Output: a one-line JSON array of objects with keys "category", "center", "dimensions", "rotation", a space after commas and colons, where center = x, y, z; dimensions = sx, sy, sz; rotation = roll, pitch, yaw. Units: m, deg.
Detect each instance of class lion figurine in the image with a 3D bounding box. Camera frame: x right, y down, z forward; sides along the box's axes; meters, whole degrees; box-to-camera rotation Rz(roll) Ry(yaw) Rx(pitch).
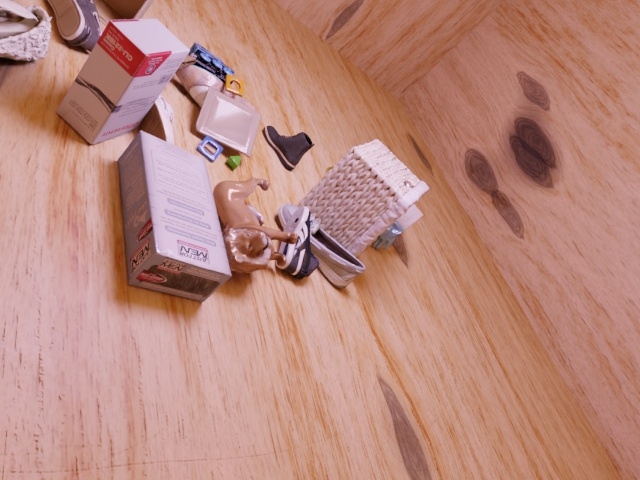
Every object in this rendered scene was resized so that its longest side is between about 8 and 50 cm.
[{"category": "lion figurine", "center": [-0.207, -0.054, 1.429], "dimensions": [0.240, 0.142, 0.392], "rotation": [10, 31, -41]}]

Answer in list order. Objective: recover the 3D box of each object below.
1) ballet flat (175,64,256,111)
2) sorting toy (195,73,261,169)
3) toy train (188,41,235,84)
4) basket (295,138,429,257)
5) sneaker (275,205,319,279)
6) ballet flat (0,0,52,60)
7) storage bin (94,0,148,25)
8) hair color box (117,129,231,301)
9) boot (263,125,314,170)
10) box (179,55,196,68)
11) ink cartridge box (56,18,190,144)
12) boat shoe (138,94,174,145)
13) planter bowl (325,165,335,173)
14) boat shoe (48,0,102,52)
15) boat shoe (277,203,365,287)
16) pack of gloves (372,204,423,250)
[{"category": "ballet flat", "center": [-0.338, -0.460, 1.780], "dimensions": [0.316, 0.108, 0.106], "rotation": [24, 57, -38]}, {"category": "sorting toy", "center": [-0.290, -0.368, 1.707], "dimensions": [0.196, 0.047, 0.347], "rotation": [27, 56, -26]}, {"category": "toy train", "center": [-0.391, -0.624, 1.938], "dimensions": [0.184, 0.080, 0.105], "rotation": [23, 30, -41]}, {"category": "basket", "center": [0.144, -0.137, 1.826], "dimensions": [0.266, 0.331, 0.328], "rotation": [49, 26, 4]}, {"category": "sneaker", "center": [-0.050, 0.016, 1.570], "dimensions": [0.121, 0.079, 0.216], "rotation": [38, 53, -29]}, {"category": "ballet flat", "center": [-0.727, -0.449, 1.124], "dimensions": [0.147, 0.147, 0.409], "rotation": [47, 27, -4]}, {"category": "storage bin", "center": [-0.614, -0.809, 1.629], "dimensions": [0.260, 0.262, 0.123], "rotation": [39, 27, -19]}, {"category": "hair color box", "center": [-0.336, -0.059, 1.224], "dimensions": [0.185, 0.113, 0.374], "rotation": [22, 36, -42]}, {"category": "boot", "center": [-0.110, -0.369, 1.959], "dimensions": [0.198, 0.137, 0.077], "rotation": [56, 27, 14]}, {"category": "box", "center": [-0.504, -0.566, 1.645], "dimensions": [0.201, 0.021, 0.164], "rotation": [20, 28, 3]}, {"category": "ink cartridge box", "center": [-0.462, -0.374, 1.276], "dimensions": [0.114, 0.273, 0.197], "rotation": [43, 26, -4]}, {"category": "boat shoe", "center": [-0.436, -0.336, 1.456], "dimensions": [0.096, 0.098, 0.277], "rotation": [10, 44, -51]}, {"category": "planter bowl", "center": [0.130, -0.244, 2.215], "dimensions": [0.217, 0.090, 0.217], "rotation": [37, 28, -24]}, {"category": "boat shoe", "center": [-0.686, -0.658, 1.510], "dimensions": [0.095, 0.112, 0.335], "rotation": [36, 29, -63]}, {"category": "boat shoe", "center": [0.000, 0.002, 1.670], "dimensions": [0.320, 0.103, 0.118], "rotation": [49, 26, 1]}, {"category": "pack of gloves", "center": [0.241, -0.090, 2.071], "dimensions": [0.195, 0.232, 0.046], "rotation": [47, -3, -8]}]
